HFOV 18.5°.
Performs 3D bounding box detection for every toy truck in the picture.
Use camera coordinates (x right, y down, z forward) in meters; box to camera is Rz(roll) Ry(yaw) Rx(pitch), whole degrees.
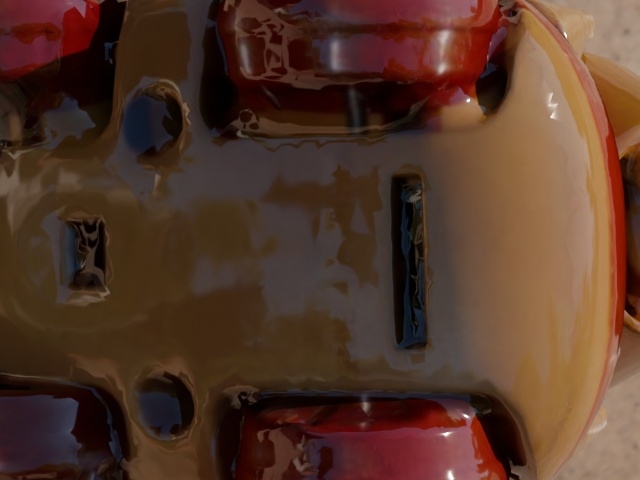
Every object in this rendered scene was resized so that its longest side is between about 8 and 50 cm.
[{"bbox_3d":[0.000,0.000,0.641,0.239,0.265,0.189,-9,98,-67],"label":"toy truck"}]
